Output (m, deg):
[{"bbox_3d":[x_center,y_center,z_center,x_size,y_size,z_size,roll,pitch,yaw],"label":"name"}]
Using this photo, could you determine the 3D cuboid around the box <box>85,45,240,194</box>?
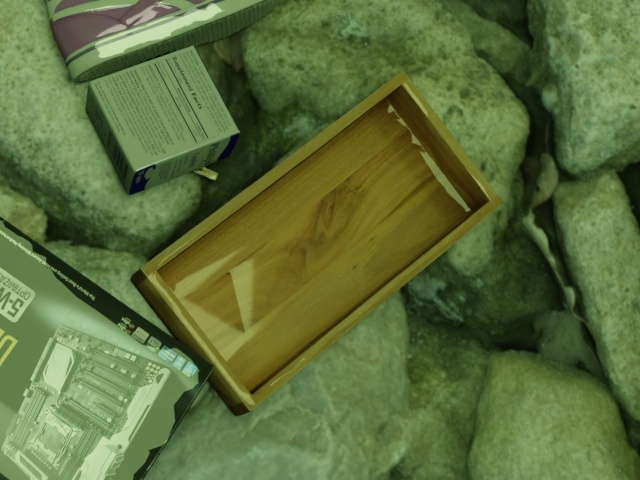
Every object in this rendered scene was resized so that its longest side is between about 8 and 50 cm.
[{"bbox_3d":[-0.183,-0.138,1.919,0.137,0.072,0.126,-22,73,-20],"label":"box"}]

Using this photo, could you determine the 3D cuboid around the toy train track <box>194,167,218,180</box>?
[{"bbox_3d":[-0.161,-0.090,1.960,0.083,0.014,0.048,24,72,-12],"label":"toy train track"}]

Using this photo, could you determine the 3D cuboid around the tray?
[{"bbox_3d":[0.000,0.000,1.964,0.411,0.076,0.203,-38,92,-22],"label":"tray"}]

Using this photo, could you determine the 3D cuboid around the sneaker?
[{"bbox_3d":[-0.186,-0.304,1.953,0.282,0.102,0.161,-19,82,-21],"label":"sneaker"}]

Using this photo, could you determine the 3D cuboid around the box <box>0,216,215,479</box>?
[{"bbox_3d":[-0.310,0.155,1.827,0.307,0.076,0.242,36,70,-8],"label":"box"}]
